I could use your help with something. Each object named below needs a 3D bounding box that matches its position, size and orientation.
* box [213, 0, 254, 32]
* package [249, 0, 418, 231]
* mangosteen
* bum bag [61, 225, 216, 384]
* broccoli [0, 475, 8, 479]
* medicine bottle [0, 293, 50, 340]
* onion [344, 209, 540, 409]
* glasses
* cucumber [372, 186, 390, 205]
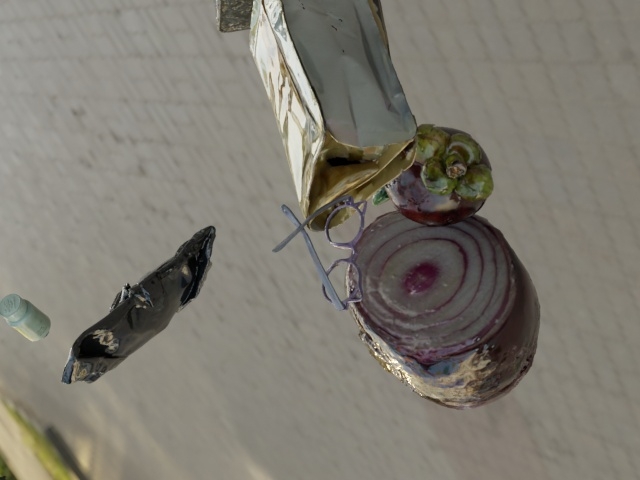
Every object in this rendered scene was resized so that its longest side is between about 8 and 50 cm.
[{"bbox_3d":[-0.074,-0.436,1.900,0.273,0.184,0.143,101,158,-71],"label":"box"},{"bbox_3d":[0.024,-0.203,1.717,0.221,0.165,0.311,99,158,-54],"label":"package"},{"bbox_3d":[0.183,-0.103,1.992,0.166,0.166,0.180,54,162,1],"label":"mangosteen"},{"bbox_3d":[-0.251,0.096,1.849,0.074,0.310,0.137,40,156,16],"label":"bum bag"},{"bbox_3d":[-0.615,0.327,2.059,0.304,0.283,0.321,12,155,32],"label":"broccoli"},{"bbox_3d":[-0.455,0.118,2.015,0.047,0.047,0.083,38,172,38],"label":"medicine bottle"},{"bbox_3d":[0.206,0.113,2.097,0.337,0.282,0.260,38,169,35],"label":"onion"},{"bbox_3d":[0.000,0.000,1.476,0.063,0.140,0.104,-10,155,35],"label":"glasses"},{"bbox_3d":[0.145,-0.107,2.156,0.168,0.039,0.039,-32,95,30],"label":"cucumber"}]
